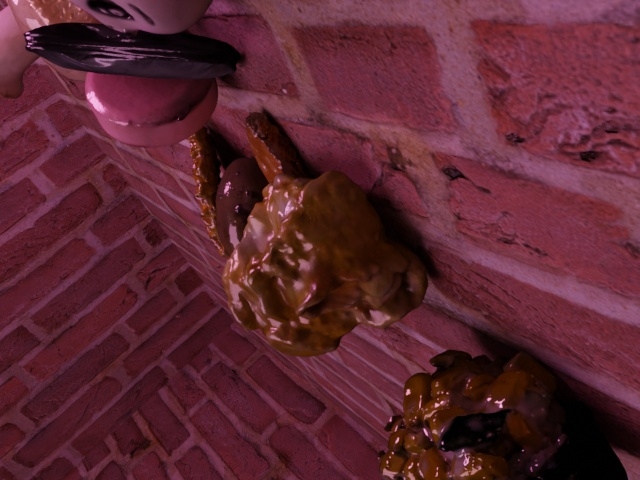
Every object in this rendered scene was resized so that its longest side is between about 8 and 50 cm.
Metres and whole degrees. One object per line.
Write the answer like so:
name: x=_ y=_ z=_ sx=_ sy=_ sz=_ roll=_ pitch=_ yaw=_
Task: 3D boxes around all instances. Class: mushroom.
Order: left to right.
mushroom: x=-0.520 y=-0.445 z=1.196 sx=0.315 sy=0.315 sz=0.355 roll=33 pitch=119 yaw=38

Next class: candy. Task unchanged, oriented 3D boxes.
candy: x=-0.316 y=-0.288 z=1.118 sx=0.255 sy=0.255 sz=0.094 roll=41 pitch=161 yaw=21

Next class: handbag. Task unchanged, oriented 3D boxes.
handbag: x=-0.309 y=-0.310 z=0.972 sx=0.191 sy=0.333 sz=0.074 roll=-74 pitch=-13 yaw=-78

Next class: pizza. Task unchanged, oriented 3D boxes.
pizza: x=-0.074 y=-0.144 z=1.163 sx=0.246 sy=0.058 sz=0.127 roll=54 pitch=162 yaw=-15

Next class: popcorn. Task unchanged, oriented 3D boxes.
popcorn: x=-0.006 y=0.045 z=1.066 sx=0.292 sy=0.293 sz=0.334 roll=23 pitch=148 yaw=-35

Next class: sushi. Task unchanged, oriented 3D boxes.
sushi: x=0.281 y=0.339 z=0.949 sx=0.285 sy=0.328 sz=0.329 roll=61 pitch=162 yaw=-6

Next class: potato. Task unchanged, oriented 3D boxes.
potato: x=-0.154 y=-0.053 z=1.304 sx=0.165 sy=0.165 sz=0.262 roll=12 pitch=120 yaw=62

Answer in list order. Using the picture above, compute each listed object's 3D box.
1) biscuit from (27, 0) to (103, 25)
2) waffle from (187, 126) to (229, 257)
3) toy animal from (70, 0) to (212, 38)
biscuit: x=-0.387 y=-0.450 z=1.002 sx=0.160 sy=0.250 sz=0.030 roll=58 pitch=-164 yaw=-31
waffle: x=-0.270 y=-0.122 z=1.451 sx=0.324 sy=0.068 sz=0.302 roll=84 pitch=172 yaw=-46
toy animal: x=-0.278 y=-0.418 z=0.794 sx=0.310 sy=0.251 sz=0.251 roll=35 pitch=161 yaw=4
